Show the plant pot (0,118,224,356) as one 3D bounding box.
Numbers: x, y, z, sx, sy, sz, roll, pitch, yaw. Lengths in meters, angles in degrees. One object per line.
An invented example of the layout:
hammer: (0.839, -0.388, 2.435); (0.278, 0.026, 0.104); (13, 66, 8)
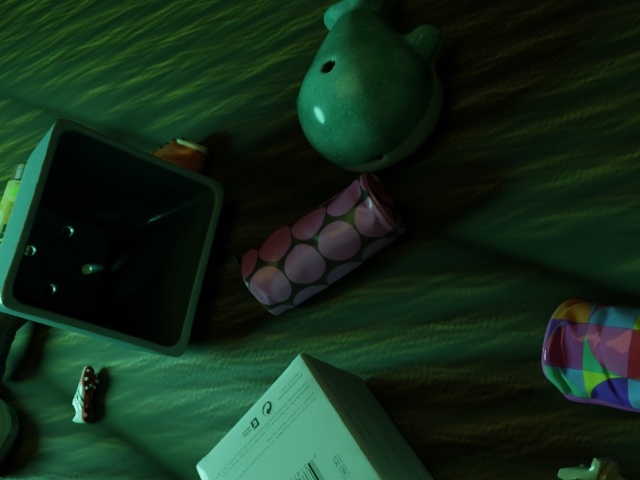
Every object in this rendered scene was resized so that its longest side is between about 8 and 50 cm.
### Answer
plant pot: (-0.320, 0.016, 1.247); (0.252, 0.248, 0.247); (-14, 60, 54)

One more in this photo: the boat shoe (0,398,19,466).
boat shoe: (-0.609, 0.246, 1.434); (0.355, 0.130, 0.132); (17, 81, 42)

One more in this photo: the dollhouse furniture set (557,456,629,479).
dollhouse furniture set: (0.171, 0.322, 0.662); (0.198, 0.286, 0.303); (23, 96, 43)

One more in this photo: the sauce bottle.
sauce bottle: (-0.485, 0.050, 1.446); (0.111, 0.111, 0.344); (1, 72, 39)

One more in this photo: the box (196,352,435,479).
box: (-0.004, 0.251, 0.951); (0.181, 0.119, 0.182); (-48, 47, 11)

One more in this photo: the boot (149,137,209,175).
boot: (-0.233, -0.116, 1.359); (0.158, 0.059, 0.084); (13, 75, 33)

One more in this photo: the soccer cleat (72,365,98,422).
soccer cleat: (-0.338, 0.220, 1.299); (0.036, 0.029, 0.083); (-17, 64, 27)

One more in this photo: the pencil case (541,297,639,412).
pencil case: (0.312, 0.111, 0.780); (0.236, 0.104, 0.104); (8, 75, 42)

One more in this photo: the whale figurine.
whale figurine: (0.045, -0.218, 1.121); (0.216, 0.141, 0.271); (-23, 56, 29)

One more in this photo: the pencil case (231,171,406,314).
pencil case: (0.000, 0.000, 1.092); (0.209, 0.095, 0.098); (-31, 37, 21)
